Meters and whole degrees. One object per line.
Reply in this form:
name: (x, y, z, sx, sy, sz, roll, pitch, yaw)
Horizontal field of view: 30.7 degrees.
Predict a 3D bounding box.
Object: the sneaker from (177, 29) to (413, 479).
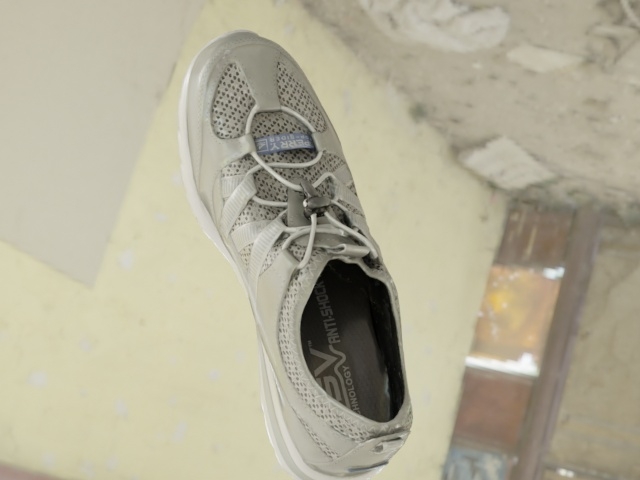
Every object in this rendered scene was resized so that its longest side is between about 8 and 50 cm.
sneaker: (0.000, 0.000, 0.676, 0.105, 0.281, 0.115, -15, 170, -25)
